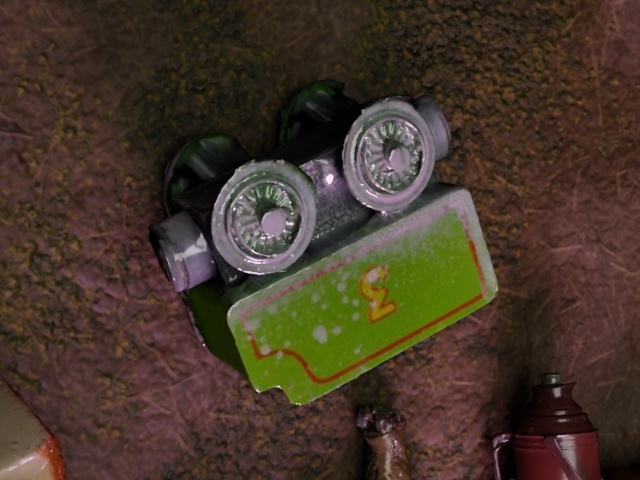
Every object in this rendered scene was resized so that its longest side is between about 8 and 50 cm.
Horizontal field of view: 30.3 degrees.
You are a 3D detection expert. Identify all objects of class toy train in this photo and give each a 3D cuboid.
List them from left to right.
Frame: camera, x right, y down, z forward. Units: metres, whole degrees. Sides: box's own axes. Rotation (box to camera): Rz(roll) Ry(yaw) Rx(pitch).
[{"bbox_3d":[0.000,0.000,1.099,0.307,0.173,0.249,-26,111,-21],"label":"toy train"}]

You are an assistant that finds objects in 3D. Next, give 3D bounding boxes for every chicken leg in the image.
[{"bbox_3d":[0.070,0.270,1.185,0.125,0.080,0.196,22,79,-22],"label":"chicken leg"}]

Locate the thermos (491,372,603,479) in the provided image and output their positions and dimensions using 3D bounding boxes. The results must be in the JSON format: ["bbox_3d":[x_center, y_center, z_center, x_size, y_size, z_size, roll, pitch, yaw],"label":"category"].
[{"bbox_3d":[0.242,0.254,1.228,0.124,0.099,0.232,-6,85,19],"label":"thermos"}]

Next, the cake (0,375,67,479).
[{"bbox_3d":[-0.272,0.256,0.989,0.158,0.159,0.262,-29,105,-23],"label":"cake"}]

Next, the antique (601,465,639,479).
[{"bbox_3d":[0.415,0.342,1.311,0.278,0.129,0.223,31,80,-24],"label":"antique"}]

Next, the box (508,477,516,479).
[{"bbox_3d":[0.196,0.304,1.271,0.083,0.024,0.054,-41,109,-18],"label":"box"}]
